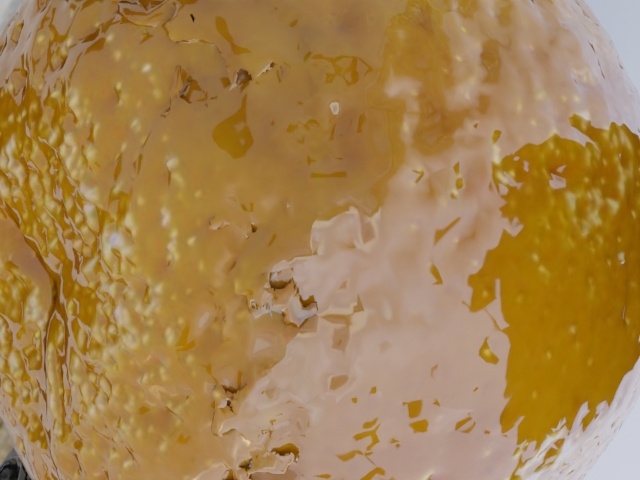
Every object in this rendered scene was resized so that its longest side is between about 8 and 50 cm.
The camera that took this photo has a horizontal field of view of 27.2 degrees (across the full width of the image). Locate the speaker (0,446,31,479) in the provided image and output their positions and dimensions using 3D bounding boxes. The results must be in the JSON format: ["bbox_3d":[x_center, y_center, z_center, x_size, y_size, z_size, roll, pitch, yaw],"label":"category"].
[{"bbox_3d":[-0.205,0.317,1.319,0.184,0.232,0.254,-55,-150,4],"label":"speaker"}]

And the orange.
[{"bbox_3d":[0.000,0.000,0.614,0.293,0.340,0.340,-7,154,-35],"label":"orange"}]
